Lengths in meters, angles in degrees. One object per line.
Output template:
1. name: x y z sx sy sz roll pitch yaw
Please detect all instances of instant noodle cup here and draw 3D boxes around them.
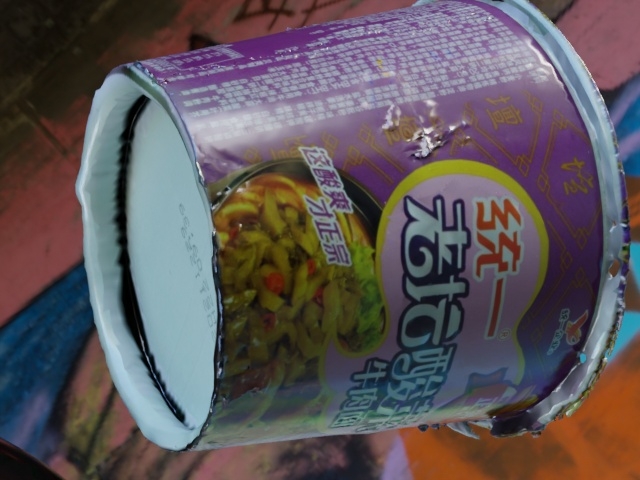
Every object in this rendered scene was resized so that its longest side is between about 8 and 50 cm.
1. instant noodle cup: 0.000 0.000 0.735 0.265 0.340 0.340 -10 -58 -29

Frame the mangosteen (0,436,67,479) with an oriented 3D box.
1. mangosteen: -0.203 0.206 0.432 0.296 0.313 0.297 2 -101 -10
